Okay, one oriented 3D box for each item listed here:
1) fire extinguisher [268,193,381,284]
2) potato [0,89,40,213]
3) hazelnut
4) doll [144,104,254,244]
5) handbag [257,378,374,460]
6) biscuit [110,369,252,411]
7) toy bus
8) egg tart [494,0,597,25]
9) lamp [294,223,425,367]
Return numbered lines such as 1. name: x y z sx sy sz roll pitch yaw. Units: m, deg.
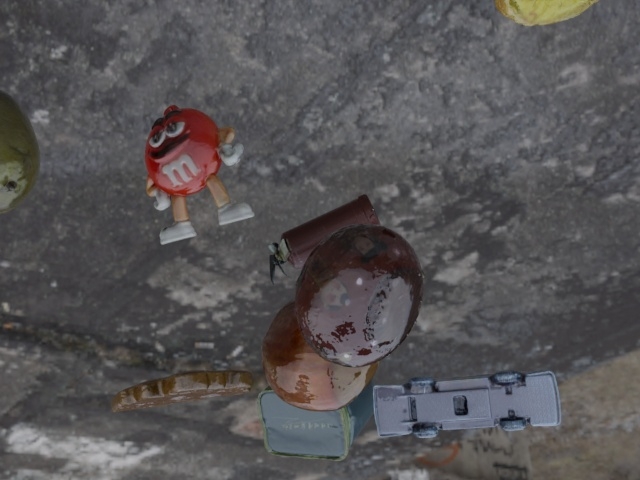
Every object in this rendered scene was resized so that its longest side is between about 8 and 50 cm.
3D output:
1. fire extinguisher: 0.000 0.000 1.714 0.269 0.105 0.105 -25 148 2
2. potato: -0.514 -0.132 1.206 0.159 0.251 0.174 -21 133 -25
3. hazelnut: 0.000 0.181 1.294 0.214 0.214 0.176 -8 131 11
4. doll: -0.196 -0.116 1.182 0.183 0.217 0.085 -18 167 18
5. handbag: -0.004 0.407 1.978 0.263 0.222 0.241 -2 -165 23
6. biscuit: -0.282 0.290 1.529 0.301 0.043 0.278 -12 164 11
7. toy bus: 0.269 0.297 1.437 0.329 0.109 0.136 -8 171 16
8. egg tart: 0.346 -0.401 1.162 0.191 0.074 0.191 -7 153 -4
9. lamp: 0.034 0.056 0.845 0.135 0.156 0.157 19 160 37
